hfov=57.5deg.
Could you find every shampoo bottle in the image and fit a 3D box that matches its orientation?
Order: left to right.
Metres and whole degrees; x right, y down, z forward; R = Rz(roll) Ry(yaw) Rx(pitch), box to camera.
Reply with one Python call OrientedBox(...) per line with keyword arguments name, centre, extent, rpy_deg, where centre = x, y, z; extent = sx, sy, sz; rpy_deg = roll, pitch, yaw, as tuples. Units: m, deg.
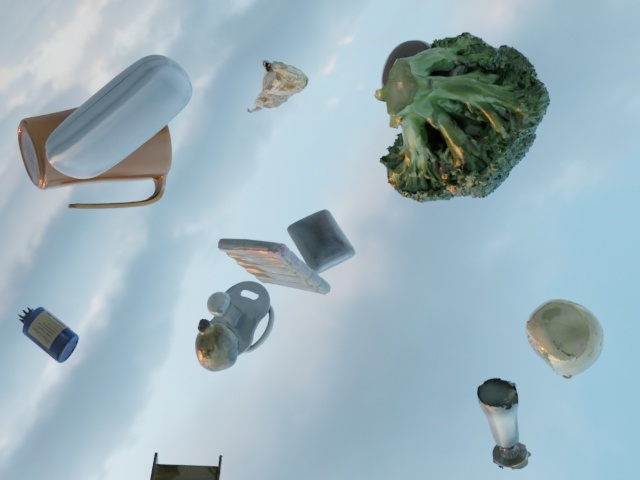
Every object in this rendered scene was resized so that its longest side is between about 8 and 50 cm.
OrientedBox(name="shampoo bottle", centre=(-0.716, 0.237, 1.525), extent=(0.183, 0.050, 0.087), rpy_deg=(30, -91, 21))

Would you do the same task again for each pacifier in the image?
OrientedBox(name="pacifier", centre=(-0.288, 0.246, 1.917), extent=(0.238, 0.226, 0.287), rpy_deg=(17, -110, 35))

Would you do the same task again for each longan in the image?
OrientedBox(name="longan", centre=(0.252, -0.406, 1.488), extent=(0.196, 0.220, 0.197), rpy_deg=(-20, -116, 50))

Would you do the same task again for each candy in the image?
OrientedBox(name="candy", centre=(0.000, 0.000, 1.609), extent=(0.138, 0.071, 0.174), rpy_deg=(-26, -120, -11))

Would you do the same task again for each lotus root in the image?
OrientedBox(name="lotus root", centre=(-0.314, 0.310, 1.736), extent=(0.138, 0.214, 0.138), rpy_deg=(-7, -128, 9))

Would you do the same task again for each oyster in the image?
OrientedBox(name="oyster", centre=(-0.069, -0.226, 0.884), extent=(0.200, 0.061, 0.106), rpy_deg=(-108, -142, -65))

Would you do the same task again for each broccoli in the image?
OrientedBox(name="broccoli", centre=(0.213, -0.204, 0.975), extent=(0.307, 0.275, 0.308), rpy_deg=(-6, -97, 51))

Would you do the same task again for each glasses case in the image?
OrientedBox(name="glasses case", centre=(-0.217, -0.130, 0.628), extent=(0.178, 0.067, 0.045), rpy_deg=(-35, -123, 12))

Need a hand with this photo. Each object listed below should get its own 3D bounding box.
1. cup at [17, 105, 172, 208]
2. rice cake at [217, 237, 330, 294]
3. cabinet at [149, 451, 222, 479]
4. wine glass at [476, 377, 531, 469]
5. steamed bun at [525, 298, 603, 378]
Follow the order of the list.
OrientedBox(name="cup", centre=(-0.419, -0.165, 1.128), extent=(0.182, 0.264, 0.226), rpy_deg=(2, -73, 53))
OrientedBox(name="rice cake", centre=(-0.101, 0.053, 1.258), extent=(0.198, 0.189, 0.037), rpy_deg=(2, -122, 46))
OrientedBox(name="cabinet", centre=(-0.343, 0.667, 1.461), extent=(0.148, 0.174, 0.215), rpy_deg=(103, -12, -45))
OrientedBox(name="wine glass", centre=(0.322, 0.321, 1.021), extent=(0.072, 0.155, 0.072), rpy_deg=(-15, -156, 7))
OrientedBox(name="steamed bun", centre=(0.410, 0.159, 0.965), extent=(0.112, 0.130, 0.091), rpy_deg=(-34, 178, 2))
